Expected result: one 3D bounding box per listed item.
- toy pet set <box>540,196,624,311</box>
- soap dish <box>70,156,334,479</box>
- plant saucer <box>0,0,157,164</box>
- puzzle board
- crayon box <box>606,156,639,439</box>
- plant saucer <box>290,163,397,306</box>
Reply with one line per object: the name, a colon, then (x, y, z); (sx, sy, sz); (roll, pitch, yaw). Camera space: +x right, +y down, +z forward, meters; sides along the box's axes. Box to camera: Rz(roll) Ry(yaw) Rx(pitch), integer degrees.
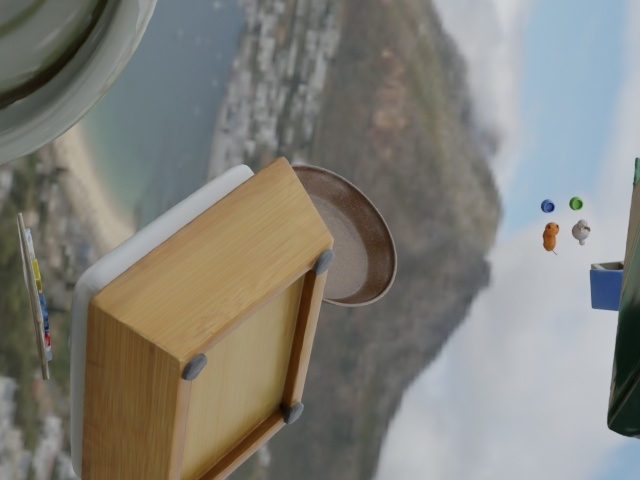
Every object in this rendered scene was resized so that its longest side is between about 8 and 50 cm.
toy pet set: (0.299, 0.013, 1.530); (0.065, 0.122, 0.114); (-124, -151, -76)
soap dish: (-0.101, 0.098, 1.251); (0.229, 0.118, 0.291); (-39, 153, -37)
plant saucer: (-0.255, -0.248, 0.960); (0.100, 0.400, 0.400); (-37, 140, -61)
puzzle board: (-0.231, 0.047, 1.197); (0.128, 0.011, 0.096); (107, -30, -63)
crayon box: (0.321, 0.035, 1.045); (0.323, 0.203, 0.083); (-70, -179, -52)
plant saucer: (0.000, 0.000, 1.761); (0.036, 0.199, 0.198); (-43, -153, 43)
